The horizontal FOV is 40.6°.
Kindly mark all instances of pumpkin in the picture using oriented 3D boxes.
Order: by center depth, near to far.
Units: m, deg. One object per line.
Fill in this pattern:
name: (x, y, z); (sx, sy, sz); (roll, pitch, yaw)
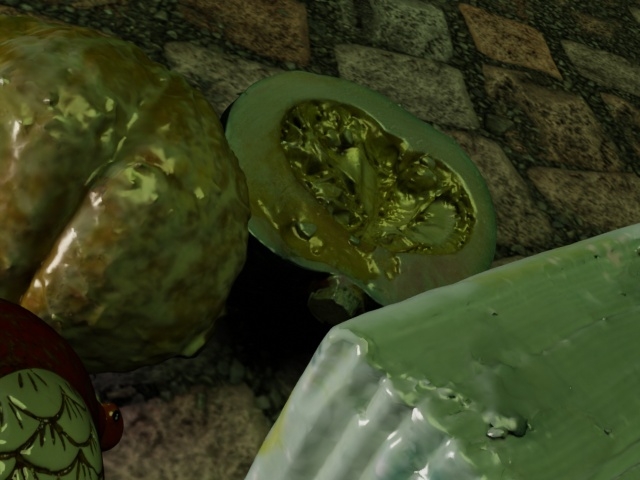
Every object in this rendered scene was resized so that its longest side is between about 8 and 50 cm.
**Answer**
pumpkin: (0.000, 0.000, 0.859); (0.293, 0.197, 0.263); (29, 48, -12)

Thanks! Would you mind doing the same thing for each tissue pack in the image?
tissue pack: (0.076, 0.184, 0.542); (0.287, 0.388, 0.162); (-13, 53, -40)

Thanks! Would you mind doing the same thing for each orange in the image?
orange: (-0.232, -0.062, 0.678); (0.369, 0.210, 0.270); (19, 64, 30)

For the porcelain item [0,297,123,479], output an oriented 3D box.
porcelain item: (-0.213, 0.152, 0.542); (0.253, 0.253, 0.252); (17, 40, -15)
